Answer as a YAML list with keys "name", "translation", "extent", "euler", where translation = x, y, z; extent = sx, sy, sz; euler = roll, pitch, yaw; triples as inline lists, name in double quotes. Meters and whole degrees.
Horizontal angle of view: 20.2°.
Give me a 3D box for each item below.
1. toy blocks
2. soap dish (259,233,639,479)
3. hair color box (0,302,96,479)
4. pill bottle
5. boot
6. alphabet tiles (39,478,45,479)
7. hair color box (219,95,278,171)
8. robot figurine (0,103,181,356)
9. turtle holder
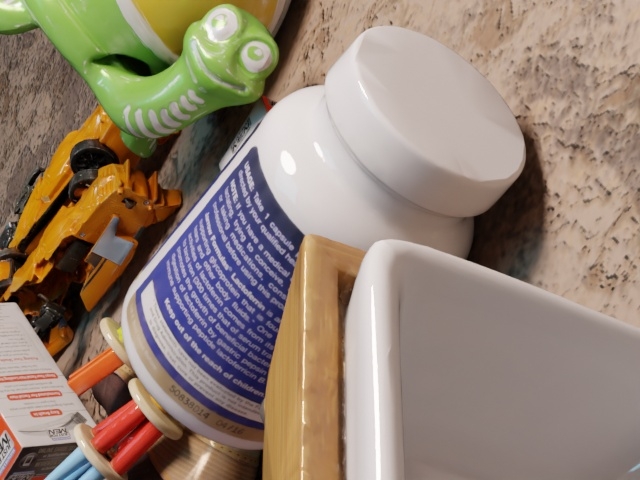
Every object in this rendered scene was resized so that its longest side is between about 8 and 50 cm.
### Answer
- name: "toy blocks"
  translation: [-0.141, 0.108, 1.246]
  extent: [0.148, 0.054, 0.123]
  euler: [-40, 41, 5]
- name: "soap dish"
  translation: [0.079, 0.158, 0.733]
  extent: [0.118, 0.229, 0.291]
  euler: [-47, 32, 43]
- name: "hair color box"
  translation: [-0.269, 0.130, 1.540]
  extent: [0.167, 0.093, 0.053]
  euler: [51, 121, 30]
- name: "pill bottle"
  translation: [0.000, 0.000, 1.113]
  extent: [0.265, 0.153, 0.153]
  euler: [-49, 31, 36]
- name: "boot"
  translation: [-0.141, 0.196, 1.305]
  extent: [0.248, 0.090, 0.207]
  euler: [17, 81, 61]
- name: "alphabet tiles"
  translation: [-0.293, 0.305, 1.578]
  extent: [0.237, 0.009, 0.198]
  euler: [-67, 12, 0]
- name: "hair color box"
  translation: [-0.032, -0.043, 1.344]
  extent: [0.072, 0.043, 0.141]
  euler: [-57, 28, 22]
- name: "robot figurine"
  translation: [-0.234, 0.003, 1.666]
  extent: [0.291, 0.085, 0.211]
  euler: [-48, 31, 35]
- name: "turtle holder"
  translation: [-0.139, -0.221, 1.469]
  extent: [0.227, 0.243, 0.320]
  euler: [-38, 12, 13]
